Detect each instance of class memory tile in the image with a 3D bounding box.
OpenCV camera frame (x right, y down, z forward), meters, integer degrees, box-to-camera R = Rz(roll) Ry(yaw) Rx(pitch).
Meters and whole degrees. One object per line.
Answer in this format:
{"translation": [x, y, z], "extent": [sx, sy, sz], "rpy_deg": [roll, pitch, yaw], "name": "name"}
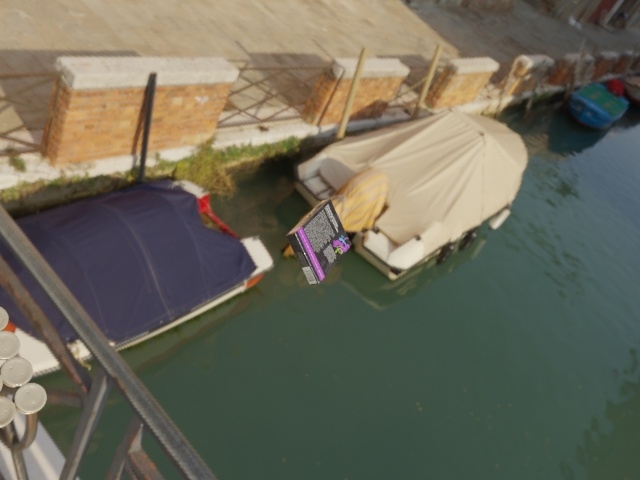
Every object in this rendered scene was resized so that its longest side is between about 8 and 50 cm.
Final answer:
{"translation": [-0.405, 0.154, 0.734], "extent": [0.113, 0.012, 0.148], "rpy_deg": [-21, 79, -45], "name": "memory tile"}

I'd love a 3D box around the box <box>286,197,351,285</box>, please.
{"translation": [0.000, 0.000, 1.258], "extent": [0.162, 0.029, 0.116], "rpy_deg": [-46, 117, -49], "name": "box"}
